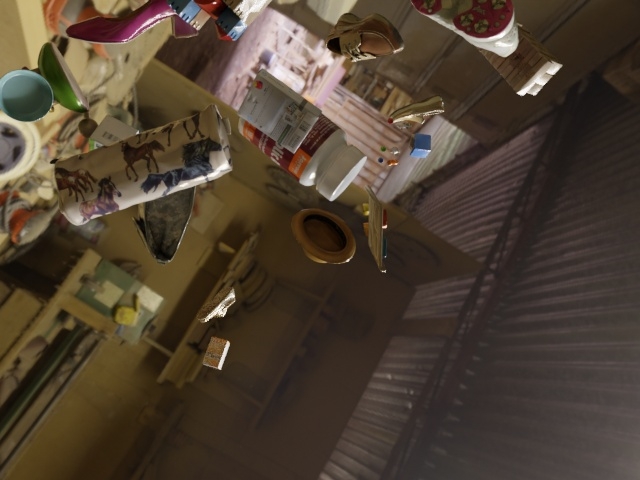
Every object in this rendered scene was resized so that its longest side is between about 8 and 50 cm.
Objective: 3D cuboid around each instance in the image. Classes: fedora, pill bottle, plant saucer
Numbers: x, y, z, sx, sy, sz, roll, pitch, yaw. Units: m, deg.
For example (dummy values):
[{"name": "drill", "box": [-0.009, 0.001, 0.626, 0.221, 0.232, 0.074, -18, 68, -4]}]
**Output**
[{"name": "fedora", "box": [0.000, 0.000, 1.434, 0.079, 0.194, 0.194, -57, -176, 44]}, {"name": "pill bottle", "box": [-0.056, -0.322, 1.706, 0.224, 0.392, 0.224, -50, 174, -7]}, {"name": "plant saucer", "box": [-0.685, -0.335, 1.201, 0.119, 0.021, 0.119, -24, 128, -34]}]

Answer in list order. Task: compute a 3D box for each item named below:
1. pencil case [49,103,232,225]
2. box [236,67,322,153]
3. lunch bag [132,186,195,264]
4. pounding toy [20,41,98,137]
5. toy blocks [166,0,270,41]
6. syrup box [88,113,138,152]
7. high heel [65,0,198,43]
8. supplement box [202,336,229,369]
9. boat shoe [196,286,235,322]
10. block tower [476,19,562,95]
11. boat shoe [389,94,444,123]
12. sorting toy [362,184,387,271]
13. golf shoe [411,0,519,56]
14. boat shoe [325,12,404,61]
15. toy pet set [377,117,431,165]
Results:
[{"name": "pencil case", "box": [-0.395, -0.179, 1.199, 0.410, 0.160, 0.184, -20, -140, -3]}, {"name": "box", "box": [-0.109, -0.334, 1.355, 0.145, 0.186, 0.038, -49, -168, 44]}, {"name": "lunch bag", "box": [-0.501, -0.080, 1.639, 0.235, 0.168, 0.287, -160, -100, -67]}, {"name": "pounding toy", "box": [-0.677, -0.377, 1.329, 0.110, 0.183, 0.237, -26, 149, -11]}, {"name": "toy blocks", "box": [-0.275, -0.637, 1.251, 0.261, 0.381, 0.190, -45, 172, 10]}, {"name": "syrup box", "box": [-0.585, -0.233, 1.457, 0.237, 0.093, 0.096, -46, -159, 55]}, {"name": "high heel", "box": [-0.533, -0.664, 1.471, 0.377, 0.127, 0.181, -19, 127, -28]}, {"name": "supplement box", "box": [-0.363, 0.392, 1.809, 0.036, 0.062, 0.099, 81, 23, -66]}, {"name": "boat shoe", "box": [-0.322, 0.213, 1.643, 0.063, 0.059, 0.170, -4, -154, 34]}, {"name": "block tower", "box": [0.417, -0.476, 1.210, 0.091, 0.097, 0.336, -52, -128, 39]}, {"name": "boat shoe", "box": [0.326, -0.423, 1.732, 0.189, 0.072, 0.068, -21, -175, -3]}, {"name": "sorting toy", "box": [0.174, -0.057, 1.655, 0.307, 0.041, 0.229, -100, -176, -71]}, {"name": "golf shoe", "box": [0.294, -0.478, 1.084, 0.115, 0.306, 0.140, -47, 143, 19]}, {"name": "boat shoe", "box": [0.117, -0.563, 1.484, 0.120, 0.122, 0.324, -45, -147, -1]}, {"name": "toy pet set", "box": [0.219, -0.241, 1.338, 0.065, 0.114, 0.122, -98, -164, -61]}]
